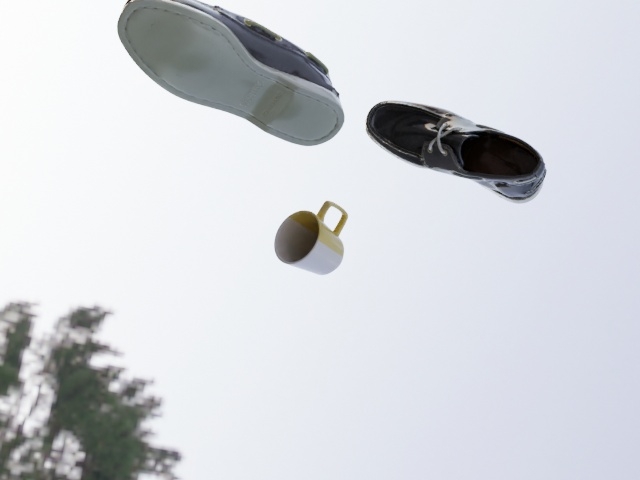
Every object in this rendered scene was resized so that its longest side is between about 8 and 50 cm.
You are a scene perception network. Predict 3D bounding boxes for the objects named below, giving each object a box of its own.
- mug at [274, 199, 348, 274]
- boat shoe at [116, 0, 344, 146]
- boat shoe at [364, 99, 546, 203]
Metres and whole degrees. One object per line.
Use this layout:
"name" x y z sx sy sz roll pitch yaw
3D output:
"mug" -0.001 0.004 1.325 0.078 0.064 0.062 -33 -130 22
"boat shoe" -0.078 -0.158 1.067 0.081 0.227 0.069 -42 -142 30
"boat shoe" 0.163 -0.120 1.488 0.079 0.233 0.084 54 60 -77
